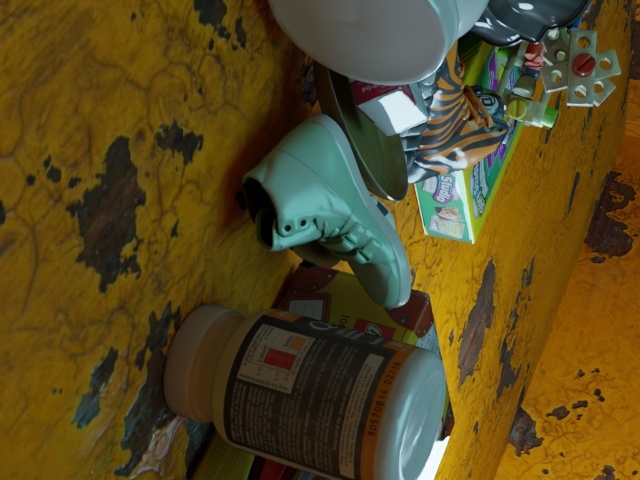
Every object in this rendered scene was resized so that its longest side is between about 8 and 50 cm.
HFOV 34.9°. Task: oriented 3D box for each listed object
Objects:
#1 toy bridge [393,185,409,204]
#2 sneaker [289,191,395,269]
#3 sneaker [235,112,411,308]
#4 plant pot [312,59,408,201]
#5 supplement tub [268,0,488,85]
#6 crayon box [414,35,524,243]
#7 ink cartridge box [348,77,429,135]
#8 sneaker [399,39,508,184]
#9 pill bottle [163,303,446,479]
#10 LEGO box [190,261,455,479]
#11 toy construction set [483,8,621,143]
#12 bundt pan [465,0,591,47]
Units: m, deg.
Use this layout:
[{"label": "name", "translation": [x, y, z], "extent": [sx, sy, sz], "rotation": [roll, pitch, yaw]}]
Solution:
[{"label": "toy bridge", "translation": [0.112, -0.132, 1.565], "extent": [0.063, 0.026, 0.188], "rotation": [-50, 146, -42]}, {"label": "sneaker", "translation": [0.020, -0.006, 1.334], "extent": [0.153, 0.094, 0.235], "rotation": [-63, 154, -26]}, {"label": "sneaker", "translation": [0.000, 0.000, 1.180], "extent": [0.151, 0.094, 0.256], "rotation": [-38, 110, -28]}, {"label": "plant pot", "translation": [0.047, -0.155, 1.276], "extent": [0.236, 0.032, 0.236], "rotation": [52, 26, -39]}, {"label": "supplement tub", "translation": [0.098, -0.364, 1.127], "extent": [0.331, 0.241, 0.241], "rotation": [-65, 155, -24]}, {"label": "crayon box", "translation": [0.252, -0.226, 1.737], "extent": [0.313, 0.106, 0.363], "rotation": [-62, 153, -28]}, {"label": "ink cartridge box", "translation": [0.073, -0.222, 1.263], "extent": [0.109, 0.063, 0.151], "rotation": [29, 44, -61]}, {"label": "sneaker", "translation": [0.179, -0.213, 1.417], "extent": [0.321, 0.180, 0.125], "rotation": [103, -29, -51]}, {"label": "pill bottle", "translation": [-0.018, 0.163, 1.098], "extent": [0.162, 0.278, 0.162], "rotation": [-46, 143, -51]}, {"label": "LEGO box", "translation": [-0.008, 0.346, 1.334], "extent": [0.500, 0.193, 0.372], "rotation": [-63, 154, -29]}, {"label": "toy construction set", "translation": [0.322, -0.260, 1.481], "extent": [0.327, 0.151, 0.215], "rotation": [164, -52, -82]}, {"label": "bundt pan", "translation": [0.230, -0.426, 1.338], "extent": [0.124, 0.330, 0.331], "rotation": [0, 104, -44]}]
